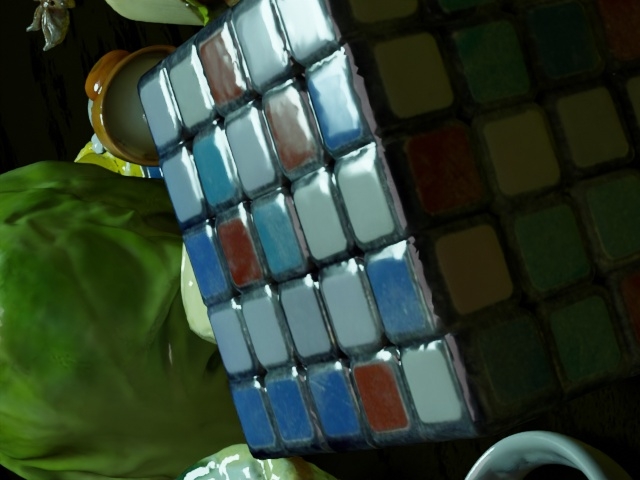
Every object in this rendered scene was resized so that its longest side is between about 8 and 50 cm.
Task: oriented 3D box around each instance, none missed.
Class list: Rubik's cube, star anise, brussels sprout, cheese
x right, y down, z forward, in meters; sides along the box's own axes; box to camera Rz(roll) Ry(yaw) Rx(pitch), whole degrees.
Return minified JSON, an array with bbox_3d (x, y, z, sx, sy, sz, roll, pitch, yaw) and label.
[{"bbox_3d":[0.089,-0.037,0.945,0.293,0.292,0.287,-21,87,62],"label":"Rubik's cube"},{"bbox_3d":[-0.368,-0.326,1.977,0.141,0.042,0.141,14,107,55],"label":"star anise"},{"bbox_3d":[-0.269,0.094,1.560,0.425,0.361,0.342,30,117,56],"label":"brussels sprout"},{"bbox_3d":[-0.264,-0.049,1.821,0.270,0.069,0.177,-34,69,51],"label":"cheese"}]

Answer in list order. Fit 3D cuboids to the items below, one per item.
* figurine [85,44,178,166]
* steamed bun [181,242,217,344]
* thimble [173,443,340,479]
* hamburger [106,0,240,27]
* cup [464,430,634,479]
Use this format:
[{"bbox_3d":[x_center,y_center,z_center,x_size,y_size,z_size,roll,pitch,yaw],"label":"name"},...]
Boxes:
[{"bbox_3d":[-0.198,-0.147,1.644,0.271,0.143,0.143,138,123,-78],"label":"figurine"},{"bbox_3d":[0.000,0.000,1.278,0.273,0.166,0.232,5,88,54],"label":"steamed bun"},{"bbox_3d":[-0.057,0.330,1.340,0.288,0.167,0.254,-39,42,23],"label":"thimble"},{"bbox_3d":[-0.122,-0.336,1.346,0.300,0.176,0.300,-7,-90,-82],"label":"hamburger"},{"bbox_3d":[0.157,0.287,1.020,0.327,0.237,0.323,-23,45,60],"label":"cup"}]
